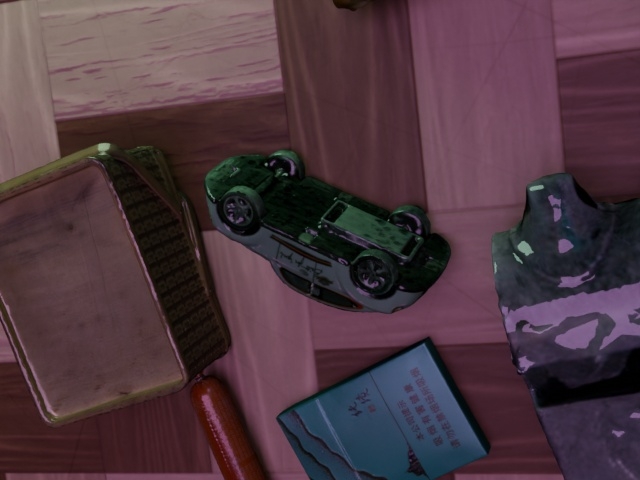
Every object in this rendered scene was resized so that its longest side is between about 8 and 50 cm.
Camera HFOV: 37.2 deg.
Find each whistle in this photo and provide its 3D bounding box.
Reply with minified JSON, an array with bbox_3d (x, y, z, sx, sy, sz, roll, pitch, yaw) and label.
[{"bbox_3d":[0.305,0.132,1.022,0.168,0.188,0.405,-16,78,18],"label":"whistle"}]

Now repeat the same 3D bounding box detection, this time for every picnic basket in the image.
[{"bbox_3d":[-0.276,0.046,1.217,0.228,0.175,0.313,-19,96,18],"label":"picnic basket"}]

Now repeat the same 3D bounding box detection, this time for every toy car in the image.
[{"bbox_3d":[0.000,0.000,1.149,0.306,0.136,0.125,23,125,14],"label":"toy car"}]

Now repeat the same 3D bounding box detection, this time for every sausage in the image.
[{"bbox_3d":[-0.093,0.328,1.260,0.053,0.053,0.348,-22,94,19],"label":"sausage"}]

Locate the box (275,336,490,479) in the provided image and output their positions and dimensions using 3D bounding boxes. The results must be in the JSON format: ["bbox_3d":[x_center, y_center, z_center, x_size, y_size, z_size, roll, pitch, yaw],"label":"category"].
[{"bbox_3d":[0.077,0.243,1.204,0.226,0.042,0.161,-29,88,18],"label":"box"}]

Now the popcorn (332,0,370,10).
[{"bbox_3d":[0.044,-0.356,1.057,0.187,0.185,0.167,-9,78,26],"label":"popcorn"}]
